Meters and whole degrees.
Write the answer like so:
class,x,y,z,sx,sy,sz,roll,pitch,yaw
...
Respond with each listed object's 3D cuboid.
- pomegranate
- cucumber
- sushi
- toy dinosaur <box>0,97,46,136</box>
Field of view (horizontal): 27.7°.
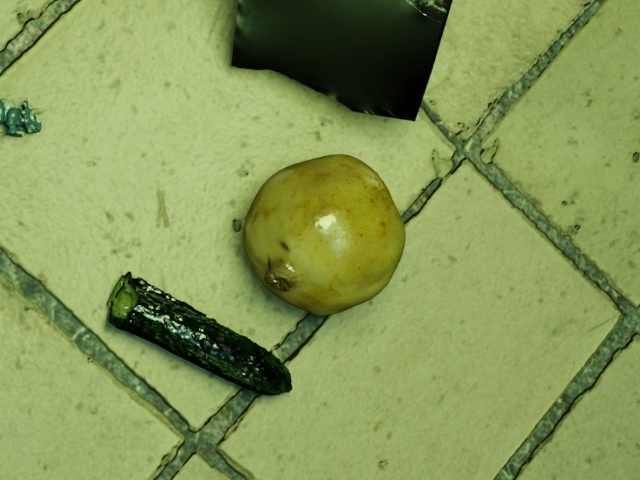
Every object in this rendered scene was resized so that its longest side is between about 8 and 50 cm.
class,x,y,z,sx,sy,sz,roll,pitch,yaw
pomegranate,0.000,0.000,1.498,0.196,0.196,0.196,0,90,-16
cucumber,-0.133,0.119,1.516,0.245,0.067,0.067,29,82,-13
sushi,0.041,-0.302,1.492,0.227,0.215,0.212,17,52,4
toy dinosaur,-0.354,-0.143,1.468,0.083,0.030,0.047,7,87,-17
